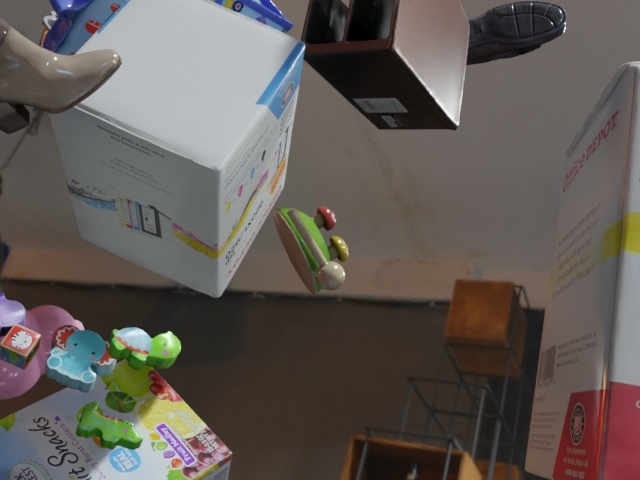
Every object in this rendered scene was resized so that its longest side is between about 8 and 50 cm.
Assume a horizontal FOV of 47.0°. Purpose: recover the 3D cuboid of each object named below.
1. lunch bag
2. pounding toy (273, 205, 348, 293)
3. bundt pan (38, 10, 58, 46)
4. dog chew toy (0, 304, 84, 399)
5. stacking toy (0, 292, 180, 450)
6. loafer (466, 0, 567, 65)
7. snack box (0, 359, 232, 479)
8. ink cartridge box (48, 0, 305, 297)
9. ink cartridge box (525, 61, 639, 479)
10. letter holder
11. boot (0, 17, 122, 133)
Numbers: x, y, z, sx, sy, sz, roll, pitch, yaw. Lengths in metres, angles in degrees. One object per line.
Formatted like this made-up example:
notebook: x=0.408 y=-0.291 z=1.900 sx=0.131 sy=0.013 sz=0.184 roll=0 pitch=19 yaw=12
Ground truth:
lunch bag: x=-0.210 y=-0.258 z=0.895 sx=0.221 sy=0.138 sz=0.293 roll=-44 pitch=-18 yaw=21
pounding toy: x=0.000 y=0.000 z=1.413 sx=0.183 sy=0.110 sz=0.237 roll=65 pitch=-11 yaw=-6
bundt pan: x=-0.367 y=-0.266 z=1.328 sx=0.331 sy=0.331 sz=0.124 roll=30 pitch=-69 yaw=-21
dog chew toy: x=-0.595 y=0.203 z=1.325 sx=0.332 sy=0.206 sz=0.206 roll=-11 pitch=-13 yaw=-33
stacking toy: x=-0.223 y=0.076 z=0.579 sx=0.221 sy=0.052 sz=0.167 roll=27 pitch=-43 yaw=-5
loafer: x=0.378 y=-0.439 z=1.597 sx=0.303 sy=0.109 sz=0.095 roll=-6 pitch=-27 yaw=20
snack box: x=-0.224 y=0.228 z=0.743 sx=0.174 sy=0.207 sz=0.070 roll=37 pitch=-46 yaw=30
ink cartridge box: x=-0.133 y=-0.090 z=0.722 sx=0.168 sy=0.171 sz=0.232 roll=24 pitch=-31 yaw=6
ink cartridge box: x=0.331 y=0.059 z=0.737 sx=0.160 sy=0.384 sz=0.279 roll=9 pitch=-13 yaw=7
letter holder: x=0.117 y=-0.329 z=1.171 sx=0.152 sy=0.214 sz=0.302 roll=5 pitch=-11 yaw=29
boot: x=-0.213 y=-0.128 z=0.519 sx=0.118 sy=0.042 sz=0.087 roll=-33 pitch=-43 yaw=-3
